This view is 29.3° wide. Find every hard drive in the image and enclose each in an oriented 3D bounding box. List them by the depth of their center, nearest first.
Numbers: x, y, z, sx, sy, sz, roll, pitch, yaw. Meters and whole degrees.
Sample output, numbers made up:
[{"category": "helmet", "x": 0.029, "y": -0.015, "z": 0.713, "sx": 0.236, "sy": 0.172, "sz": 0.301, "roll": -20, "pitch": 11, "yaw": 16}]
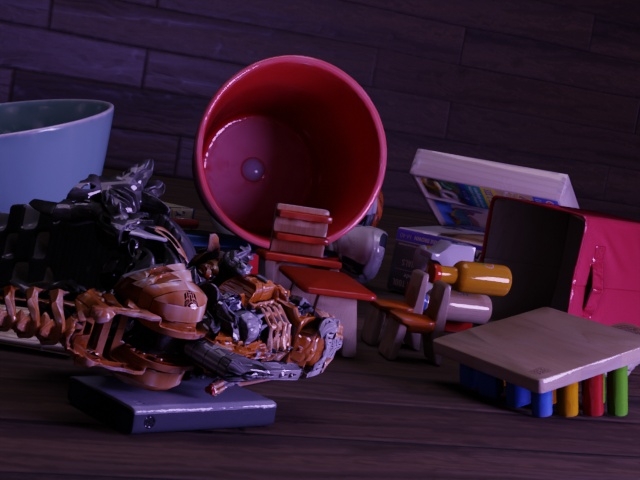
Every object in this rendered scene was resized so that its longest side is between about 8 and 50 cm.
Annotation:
[{"category": "hard drive", "x": -0.115, "y": 0.126, "z": 0.958, "sx": 0.135, "sy": 0.022, "sz": 0.094, "roll": 5, "pitch": 7, "yaw": -42}]

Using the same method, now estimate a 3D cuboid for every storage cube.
[{"category": "storage cube", "x": 0.349, "y": 0.047, "z": 1.685, "sx": 0.193, "sy": 0.184, "sz": 0.215, "roll": 6, "pitch": 6, "yaw": -33}]

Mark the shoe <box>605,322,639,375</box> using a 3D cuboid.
[{"category": "shoe", "x": 0.295, "y": 0.136, "z": 1.414, "sx": 0.219, "sy": 0.058, "sz": 0.077, "roll": 1, "pitch": 40, "yaw": -32}]

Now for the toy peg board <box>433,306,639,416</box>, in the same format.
[{"category": "toy peg board", "x": 0.226, "y": 0.137, "z": 1.241, "sx": 0.160, "sy": 0.079, "sz": 0.161, "roll": -13, "pitch": 16, "yaw": -31}]

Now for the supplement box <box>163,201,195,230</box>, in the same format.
[{"category": "supplement box", "x": -0.278, "y": -0.036, "z": 2.126, "sx": 0.083, "sy": 0.056, "sz": 0.083, "roll": 12, "pitch": 6, "yaw": 29}]

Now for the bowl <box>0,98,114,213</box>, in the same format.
[{"category": "bowl", "x": -0.421, "y": -0.086, "z": 1.643, "sx": 0.311, "sy": 0.163, "sz": 0.311, "roll": -6, "pitch": 15, "yaw": 2}]

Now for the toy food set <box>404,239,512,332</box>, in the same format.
[{"category": "toy food set", "x": 0.149, "y": 0.058, "z": 1.610, "sx": 0.104, "sy": 0.111, "sz": 0.232, "roll": 8, "pitch": 9, "yaw": -19}]

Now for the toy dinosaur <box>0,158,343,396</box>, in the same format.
[{"category": "toy dinosaur", "x": -0.130, "y": 0.044, "z": 0.955, "sx": 0.322, "sy": 0.164, "sz": 0.218, "roll": 34, "pitch": 3, "yaw": -45}]

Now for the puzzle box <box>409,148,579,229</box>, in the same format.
[{"category": "puzzle box", "x": 0.341, "y": -0.025, "z": 2.192, "sx": 0.272, "sy": 0.052, "sz": 0.409, "roll": 11, "pitch": -21, "yaw": 26}]

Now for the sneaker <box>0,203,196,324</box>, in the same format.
[{"category": "sneaker", "x": -0.214, "y": 0.022, "z": 1.290, "sx": 0.330, "sy": 0.123, "sz": 0.146, "roll": 7, "pitch": -11, "yaw": 45}]

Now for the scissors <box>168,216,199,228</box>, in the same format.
[{"category": "scissors", "x": -0.274, "y": -0.028, "z": 1.890, "sx": 0.109, "sy": 0.021, "sz": 0.297, "roll": 7, "pitch": 3, "yaw": 12}]

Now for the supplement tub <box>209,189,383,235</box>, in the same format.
[{"category": "supplement tub", "x": -0.036, "y": -0.074, "z": 2.207, "sx": 0.193, "sy": 0.194, "sz": 0.316, "roll": 14, "pitch": 8, "yaw": 38}]

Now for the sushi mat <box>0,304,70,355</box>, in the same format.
[{"category": "sushi mat", "x": -0.378, "y": 0.066, "z": 1.151, "sx": 0.316, "sy": 0.019, "sz": 0.151, "roll": 9, "pitch": 7, "yaw": -4}]

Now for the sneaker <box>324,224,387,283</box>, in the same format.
[{"category": "sneaker", "x": 0.000, "y": 0.000, "z": 1.928, "sx": 0.153, "sy": 0.094, "sz": 0.235, "roll": 17, "pitch": 2, "yaw": -20}]

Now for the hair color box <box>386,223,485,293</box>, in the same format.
[{"category": "hair color box", "x": 0.259, "y": 0.040, "z": 2.006, "sx": 0.185, "sy": 0.110, "sz": 0.339, "roll": 13, "pitch": 8, "yaw": 23}]

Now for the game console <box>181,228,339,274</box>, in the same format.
[{"category": "game console", "x": -0.201, "y": 0.010, "z": 1.793, "sx": 0.342, "sy": 0.060, "sz": 0.386, "roll": 15, "pitch": 7, "yaw": 41}]

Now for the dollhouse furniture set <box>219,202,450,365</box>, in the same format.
[{"category": "dollhouse furniture set", "x": -0.007, "y": 0.040, "z": 1.412, "sx": 0.262, "sy": 0.135, "sz": 0.259, "roll": 8, "pitch": 6, "yaw": -15}]

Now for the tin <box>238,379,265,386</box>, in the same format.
[{"category": "tin", "x": -0.093, "y": 0.105, "z": 1.151, "sx": 0.106, "sy": 0.040, "sz": 0.189, "roll": 17, "pitch": 8, "yaw": 27}]

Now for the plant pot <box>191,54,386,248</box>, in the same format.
[{"category": "plant pot", "x": -0.070, "y": -0.112, "z": 1.773, "sx": 0.274, "sy": 0.275, "sz": 0.243, "roll": 8, "pitch": -5, "yaw": -16}]
